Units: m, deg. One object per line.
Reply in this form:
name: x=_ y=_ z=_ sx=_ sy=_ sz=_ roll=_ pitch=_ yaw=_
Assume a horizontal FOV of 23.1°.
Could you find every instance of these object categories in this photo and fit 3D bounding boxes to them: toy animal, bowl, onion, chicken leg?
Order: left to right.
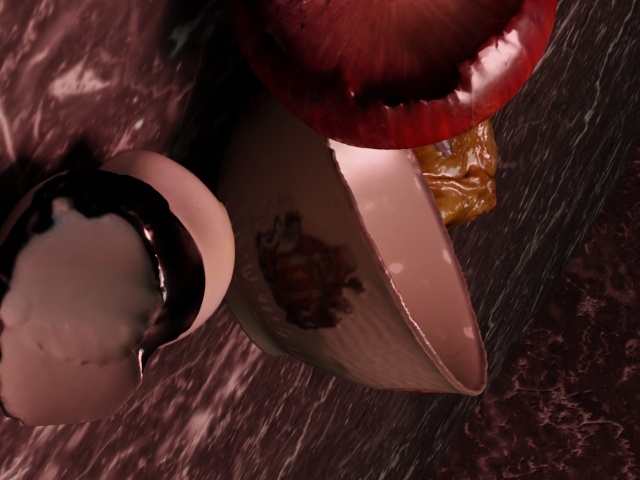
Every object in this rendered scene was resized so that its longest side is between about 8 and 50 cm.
toy animal: x=-0.141 y=0.022 z=1.053 sx=0.166 sy=0.138 sz=0.179 roll=-48 pitch=179 yaw=21
bowl: x=0.000 y=0.000 z=1.298 sx=0.157 sy=0.337 sz=0.337 roll=-25 pitch=171 yaw=13
onion: x=0.048 y=-0.175 z=1.110 sx=0.248 sy=0.248 sz=0.161 roll=-55 pitch=172 yaw=-29
chicken leg: x=0.100 y=-0.105 z=1.597 sx=0.361 sy=0.140 sz=0.211 roll=15 pitch=80 yaw=-74

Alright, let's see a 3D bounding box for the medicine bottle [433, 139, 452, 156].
medicine bottle: x=0.074 y=-0.147 z=1.375 sx=0.057 sy=0.057 sz=0.199 roll=-55 pitch=130 yaw=-28
